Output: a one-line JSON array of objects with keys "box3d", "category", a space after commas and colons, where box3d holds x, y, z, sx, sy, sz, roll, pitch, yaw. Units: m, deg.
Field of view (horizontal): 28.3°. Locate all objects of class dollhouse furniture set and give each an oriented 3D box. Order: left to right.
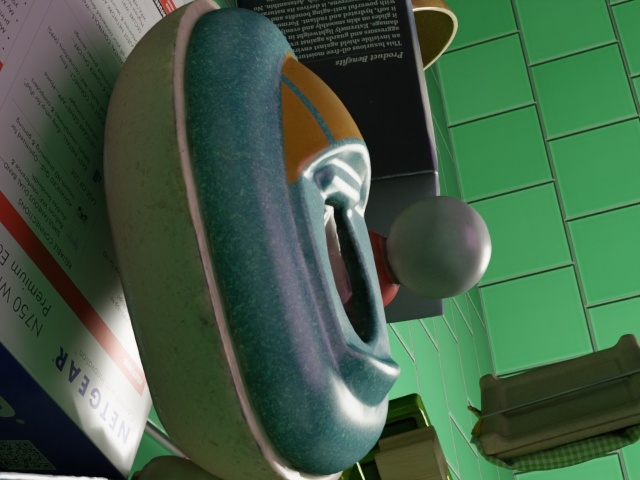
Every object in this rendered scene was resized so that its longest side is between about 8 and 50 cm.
[{"box3d": [0.159, 0.207, 1.075, 0.197, 0.301, 0.151, -52, 124, -78], "category": "dollhouse furniture set"}]

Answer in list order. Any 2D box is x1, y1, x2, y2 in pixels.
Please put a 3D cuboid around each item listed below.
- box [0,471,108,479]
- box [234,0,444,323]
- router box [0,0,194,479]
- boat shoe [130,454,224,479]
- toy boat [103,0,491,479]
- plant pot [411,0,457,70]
[{"box3d": [-0.157, 0.152, 0.360, 0.036, 0.225, 0.136, 34, -1, 20], "category": "box"}, {"box3d": [0.023, -0.099, 1.314, 0.296, 0.182, 0.294, 77, 6, -60], "category": "box"}, {"box3d": [-0.163, -0.087, 0.663, 0.335, 0.082, 0.301, 63, 33, -45], "category": "router box"}, {"box3d": [-0.066, 0.184, 0.759, 0.302, 0.109, 0.098, 71, 40, -74], "category": "boat shoe"}, {"box3d": [0.000, 0.000, 0.714, 0.318, 0.148, 0.267, 20, 55, -71], "category": "toy boat"}, {"box3d": [0.009, -0.323, 1.587, 0.254, 0.237, 0.237, 64, 10, 14], "category": "plant pot"}]
